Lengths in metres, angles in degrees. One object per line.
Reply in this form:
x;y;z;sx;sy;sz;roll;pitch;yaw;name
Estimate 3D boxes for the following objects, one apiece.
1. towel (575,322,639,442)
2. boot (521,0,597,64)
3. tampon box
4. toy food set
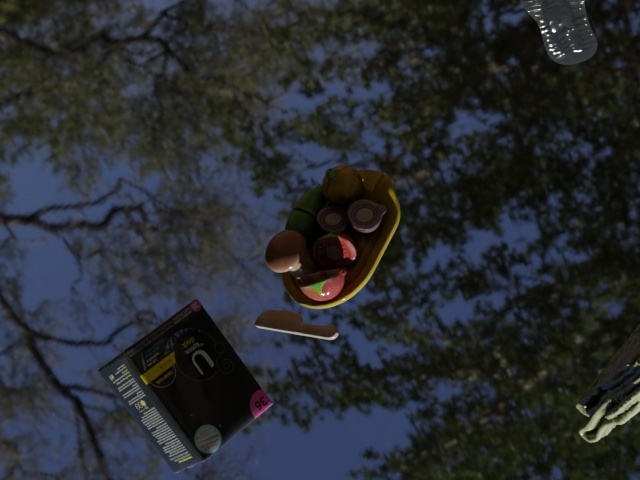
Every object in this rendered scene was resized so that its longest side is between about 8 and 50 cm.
0.184;0.033;0.558;0.027;0.110;0.148;40;-111;10;towel
0.251;-0.303;1.234;0.077;0.198;0.137;-7;-122;12;boot
-0.163;0.178;1.381;0.120;0.161;0.101;-38;-178;-33;tampon box
0.000;0.000;1.260;0.128;0.071;0.218;15;-109;40;toy food set
